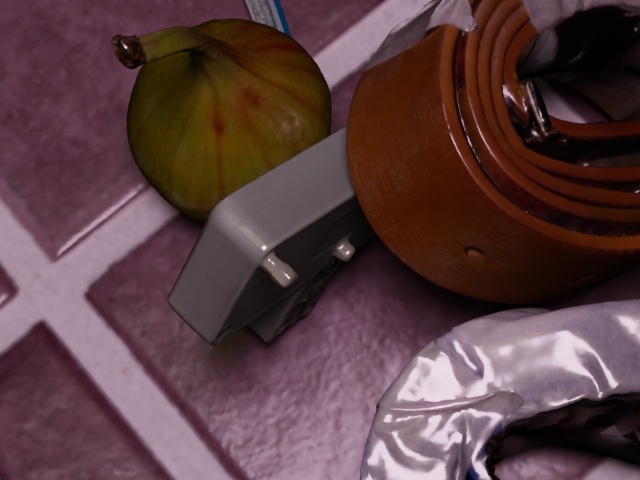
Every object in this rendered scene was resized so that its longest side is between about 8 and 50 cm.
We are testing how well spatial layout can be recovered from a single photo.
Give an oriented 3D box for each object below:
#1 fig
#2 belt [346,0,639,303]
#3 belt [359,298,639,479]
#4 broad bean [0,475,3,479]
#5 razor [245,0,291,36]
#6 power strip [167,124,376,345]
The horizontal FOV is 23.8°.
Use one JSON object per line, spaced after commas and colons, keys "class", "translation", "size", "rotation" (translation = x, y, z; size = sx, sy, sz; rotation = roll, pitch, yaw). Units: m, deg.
{"class": "fig", "translation": [-0.066, -0.085, 0.843], "size": [0.124, 0.236, 0.124], "rotation": [-3, 75, 11]}
{"class": "belt", "translation": [0.135, -0.068, 0.835], "size": [0.261, 0.105, 0.184], "rotation": [-9, 76, -38]}
{"class": "belt", "translation": [0.193, 0.147, 0.826], "size": [0.346, 0.117, 0.212], "rotation": [7, 75, 4]}
{"class": "broad bean", "translation": [-0.260, 0.170, 0.834], "size": [0.189, 0.121, 0.263], "rotation": [-23, 76, -1]}
{"class": "razor", "translation": [-0.055, -0.186, 0.976], "size": [0.068, 0.037, 0.191], "rotation": [-35, 74, 36]}
{"class": "power strip", "translation": [0.000, 0.000, 0.864], "size": [0.061, 0.145, 0.215], "rotation": [45, 45, 13]}
